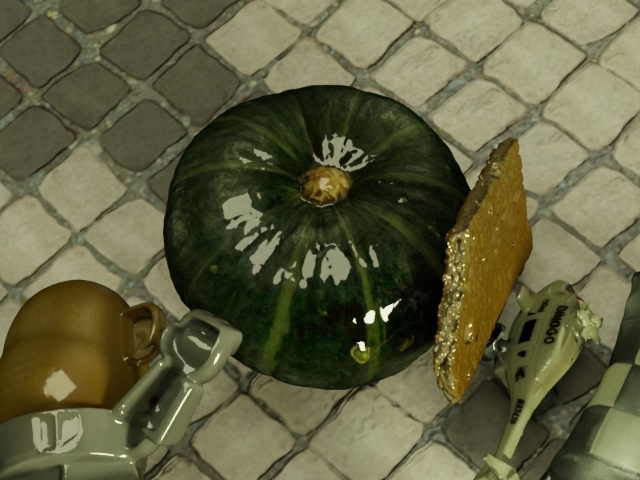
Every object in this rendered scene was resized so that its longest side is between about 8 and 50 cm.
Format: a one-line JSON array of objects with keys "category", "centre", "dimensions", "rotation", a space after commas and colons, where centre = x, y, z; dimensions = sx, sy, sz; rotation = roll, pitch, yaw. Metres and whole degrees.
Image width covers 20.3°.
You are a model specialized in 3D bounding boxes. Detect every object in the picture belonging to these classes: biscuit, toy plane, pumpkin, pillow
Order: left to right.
[{"category": "pumpkin", "centre": [0.000, 0.000, 1.668], "dimensions": [0.300, 0.207, 0.300], "rotation": [4, 55, -6]}, {"category": "biscuit", "centre": [0.139, 0.023, 1.587], "dimensions": [0.026, 0.131, 0.237], "rotation": [4, 38, 26]}, {"category": "toy plane", "centre": [0.189, 0.127, 1.593], "dimensions": [0.108, 0.092, 0.286], "rotation": [-24, 22, 40]}, {"category": "pillow", "centre": [0.313, 0.163, 1.582], "dimensions": [0.186, 0.106, 0.250], "rotation": [23, 70, 20]}]

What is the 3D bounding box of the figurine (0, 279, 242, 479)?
[{"category": "figurine", "centre": [-0.219, 0.170, 1.606], "dimensions": [0.342, 0.167, 0.285], "rotation": [-13, 63, 7]}]
